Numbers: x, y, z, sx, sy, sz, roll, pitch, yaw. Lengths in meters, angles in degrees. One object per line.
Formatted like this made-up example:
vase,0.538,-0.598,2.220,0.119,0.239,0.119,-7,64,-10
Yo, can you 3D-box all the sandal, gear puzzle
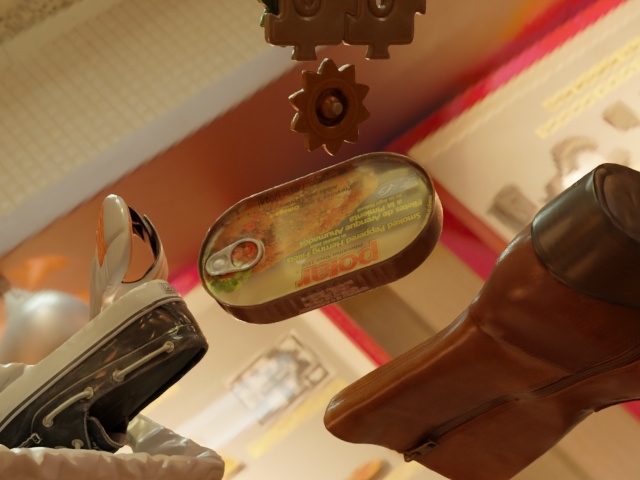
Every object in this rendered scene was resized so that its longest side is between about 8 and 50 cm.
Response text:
sandal,-0.207,0.028,1.371,0.076,0.102,0.265,1,-21,-15
gear puzzle,0.015,-0.245,1.117,0.175,0.044,0.339,-6,-77,-33

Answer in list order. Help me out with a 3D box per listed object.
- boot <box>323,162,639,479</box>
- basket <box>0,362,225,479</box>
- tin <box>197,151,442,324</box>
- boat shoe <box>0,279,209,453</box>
boot,0.178,0.103,0.775,0.264,0.096,0.280,21,-44,-21
basket,-0.337,0.276,1.220,0.331,0.328,0.267,16,-89,-53
tin,0.000,0.000,0.938,0.189,0.106,0.040,-19,-45,11
boat shoe,-0.236,0.172,1.242,0.301,0.102,0.108,-40,-26,3
